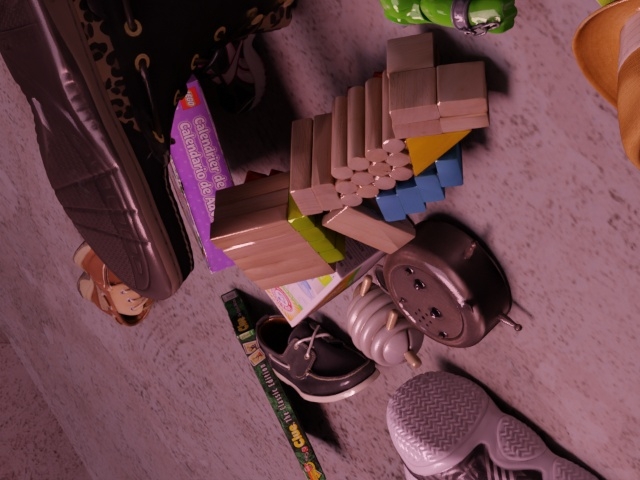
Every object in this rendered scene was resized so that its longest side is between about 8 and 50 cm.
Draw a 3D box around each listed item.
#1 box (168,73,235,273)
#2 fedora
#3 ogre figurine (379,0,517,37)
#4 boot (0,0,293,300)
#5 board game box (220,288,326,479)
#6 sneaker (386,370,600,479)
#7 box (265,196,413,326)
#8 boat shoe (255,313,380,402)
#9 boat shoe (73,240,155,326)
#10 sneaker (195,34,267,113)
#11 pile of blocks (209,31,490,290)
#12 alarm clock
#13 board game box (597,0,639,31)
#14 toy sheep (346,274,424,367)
[{"bbox_3d":[-0.146,-0.101,1.665,0.293,0.057,0.201,-127,17,-71],"label":"box"},{"bbox_3d":[0.248,-0.086,0.974,0.194,0.079,0.194,15,157,6],"label":"fedora"},{"bbox_3d":[0.071,-0.243,1.182,0.197,0.097,0.118,47,142,-21],"label":"ogre figurine"},{"bbox_3d":[-0.138,-0.163,1.410,0.138,0.284,0.377,1,119,50],"label":"boot"},{"bbox_3d":[-0.065,0.201,2.055,0.136,0.030,0.259,-116,2,-65],"label":"board game box"},{"bbox_3d":[0.212,0.314,1.617,0.366,0.137,0.210,43,155,36],"label":"sneaker"},{"bbox_3d":[0.000,0.000,1.622,0.114,0.103,0.203,53,157,4],"label":"box"},{"bbox_3d":[-0.010,0.143,1.861,0.233,0.084,0.079,16,136,60],"label":"boat shoe"},{"bbox_3d":[-0.284,0.046,2.225,0.120,0.122,0.324,46,164,7],"label":"boat shoe"},{"bbox_3d":[-0.110,-0.197,1.596,0.072,0.077,0.178,42,155,29],"label":"sneaker"},{"bbox_3d":[0.041,-0.079,1.406,0.149,0.112,0.362,25,140,-31],"label":"pile of blocks"},{"bbox_3d":[0.111,0.046,1.513,0.192,0.064,0.129,5,130,57],"label":"alarm clock"},{"bbox_3d":[0.153,-0.327,0.921,0.347,0.078,0.233,52,157,6],"label":"board game box"},{"bbox_3d":[0.073,0.091,1.633,0.132,0.091,0.091,-122,15,-44],"label":"toy sheep"}]
